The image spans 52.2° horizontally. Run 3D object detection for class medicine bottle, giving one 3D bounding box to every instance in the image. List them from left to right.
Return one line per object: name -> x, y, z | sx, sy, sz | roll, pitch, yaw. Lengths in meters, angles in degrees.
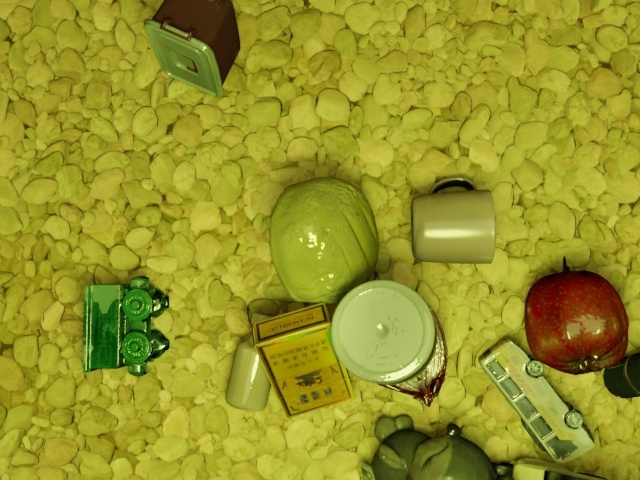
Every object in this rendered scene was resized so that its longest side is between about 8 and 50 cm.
medicine bottle -> -0.173, 0.318, 1.734 | 0.114, 0.114, 0.252 | 12, 89, 4
medicine bottle -> 0.157, 0.221, 1.551 | 0.238, 0.232, 0.238 | -2, 77, 9

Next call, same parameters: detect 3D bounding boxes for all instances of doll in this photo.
doll -> 0.293, 0.637, 1.614 | 0.252, 0.382, 0.378 | -13, 106, -36

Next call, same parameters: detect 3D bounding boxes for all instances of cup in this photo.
cup -> 0.337, -0.060, 1.703 | 0.200, 0.191, 0.253 | -1, 58, 6

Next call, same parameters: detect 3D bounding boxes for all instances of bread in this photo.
bread -> 0.011, -0.002, 1.648 | 0.237, 0.320, 0.320 | -12, 86, 22

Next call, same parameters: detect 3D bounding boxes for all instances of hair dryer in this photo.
hair dryer -> 0.913, 0.303, 1.678 | 0.352, 0.189, 0.107 | -17, 75, -20

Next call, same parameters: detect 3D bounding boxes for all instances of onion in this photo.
onion -> 0.226, 0.298, 1.703 | 0.227, 0.120, 0.283 | -25, 74, 8

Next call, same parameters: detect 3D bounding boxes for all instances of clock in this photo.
clock -> 0.589, 0.606, 1.587 | 0.276, 0.379, 0.120 | 18, 76, -21

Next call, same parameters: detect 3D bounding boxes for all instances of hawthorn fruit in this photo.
hawthorn fruit -> 0.640, 0.176, 1.647 | 0.254, 0.254, 0.300 | 5, 59, 4

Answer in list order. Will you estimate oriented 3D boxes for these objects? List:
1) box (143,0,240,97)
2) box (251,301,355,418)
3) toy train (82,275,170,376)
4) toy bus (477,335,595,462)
box -> -0.318, -0.526, 1.707 | 0.193, 0.294, 0.167 | 26, 78, 4
box -> -0.038, 0.309, 1.653 | 0.193, 0.084, 0.301 | -16, 128, 1
toy train -> -0.517, 0.228, 1.745 | 0.202, 0.145, 0.266 | -1, 87, 7
toy bus -> 0.559, 0.412, 1.695 | 0.138, 0.097, 0.342 | -36, 85, 3
